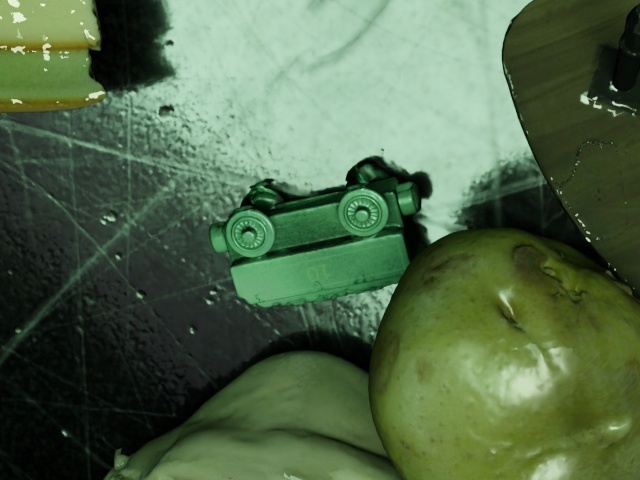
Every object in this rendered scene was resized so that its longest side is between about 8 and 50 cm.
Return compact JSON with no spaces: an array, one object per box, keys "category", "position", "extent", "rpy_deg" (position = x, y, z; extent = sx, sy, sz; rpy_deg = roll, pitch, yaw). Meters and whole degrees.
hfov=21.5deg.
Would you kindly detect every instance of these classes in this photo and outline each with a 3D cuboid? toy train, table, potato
[{"category":"toy train","position":[0.000,0.000,1.330],"extent":[0.172,0.070,0.099],"rpy_deg":[-11,108,14]},{"category":"table","position":[0.312,-0.069,1.096],"extent":[0.317,0.249,0.317],"rpy_deg":[0,87,-7]},{"category":"potato","position":[0.167,0.144,1.194],"extent":[0.202,0.218,0.351],"rpy_deg":[-17,112,18]}]

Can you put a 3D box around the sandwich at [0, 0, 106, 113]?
[{"category":"sandwich","position":[-0.278,-0.179,1.339],"extent":[0.198,0.227,0.155],"rpy_deg":[-4,99,-23]}]

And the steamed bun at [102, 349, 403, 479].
[{"category":"steamed bun","position":[-0.046,0.298,1.279],"extent":[0.367,0.255,0.342],"rpy_deg":[-36,95,6]}]

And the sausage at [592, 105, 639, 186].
[{"category":"sausage","position":[0.295,0.034,1.260],"extent":[0.093,0.093,0.312],"rpy_deg":[-36,91,16]}]
